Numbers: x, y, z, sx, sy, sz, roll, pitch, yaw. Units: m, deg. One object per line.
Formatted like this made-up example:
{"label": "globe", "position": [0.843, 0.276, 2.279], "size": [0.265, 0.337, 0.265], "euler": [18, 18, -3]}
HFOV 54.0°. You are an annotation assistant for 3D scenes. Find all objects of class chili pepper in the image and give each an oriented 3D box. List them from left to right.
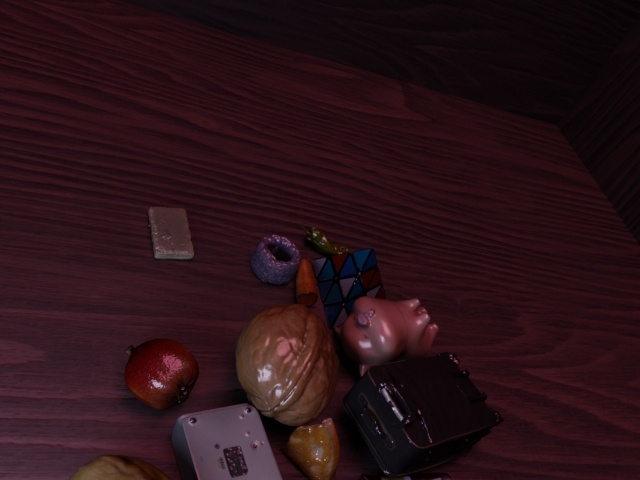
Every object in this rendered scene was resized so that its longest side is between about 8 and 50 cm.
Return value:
{"label": "chili pepper", "position": [0.001, -0.002, 2.164], "size": [0.204, 0.073, 0.072], "euler": [33, 20, -13]}

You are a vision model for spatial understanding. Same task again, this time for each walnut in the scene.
{"label": "walnut", "position": [-0.390, 0.562, 1.219], "size": [0.282, 0.227, 0.283], "euler": [0, 74, 0]}
{"label": "walnut", "position": [-0.087, 0.317, 1.622], "size": [0.251, 0.277, 0.313], "euler": [-9, 32, 15]}

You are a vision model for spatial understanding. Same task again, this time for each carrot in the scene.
{"label": "carrot", "position": [-0.047, 0.118, 2.010], "size": [0.072, 0.072, 0.205], "euler": [14, 39, -17]}

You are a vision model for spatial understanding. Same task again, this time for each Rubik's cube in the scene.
{"label": "Rubik's cube", "position": [0.154, 0.133, 2.049], "size": [0.234, 0.250, 0.284], "euler": [25, 30, -36]}

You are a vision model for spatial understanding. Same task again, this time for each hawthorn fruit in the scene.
{"label": "hawthorn fruit", "position": [-0.392, 0.313, 1.529], "size": [0.188, 0.169, 0.169], "euler": [40, 41, 18]}

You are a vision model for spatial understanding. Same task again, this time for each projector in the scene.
{"label": "projector", "position": [-0.213, 0.516, 1.457], "size": [0.198, 0.108, 0.250], "euler": [-1, 48, -33]}

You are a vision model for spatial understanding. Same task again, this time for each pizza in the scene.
{"label": "pizza", "position": [-0.024, 0.521, 1.562], "size": [0.161, 0.182, 0.062], "euler": [-5, 17, 23]}

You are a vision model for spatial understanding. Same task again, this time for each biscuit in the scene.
{"label": "biscuit", "position": [-0.463, -0.026, 1.940], "size": [0.121, 0.041, 0.199], "euler": [2, 47, -26]}

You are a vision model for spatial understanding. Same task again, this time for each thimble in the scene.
{"label": "thimble", "position": [-0.141, 0.061, 1.992], "size": [0.150, 0.098, 0.150], "euler": [17, 40, -15]}

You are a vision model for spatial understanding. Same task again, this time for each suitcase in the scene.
{"label": "suitcase", "position": [0.274, 0.459, 1.709], "size": [0.433, 0.194, 0.283], "euler": [3, 42, -44]}

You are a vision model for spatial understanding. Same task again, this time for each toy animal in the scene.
{"label": "toy animal", "position": [0.202, 0.276, 1.871], "size": [0.326, 0.269, 0.237], "euler": [42, 9, -51]}

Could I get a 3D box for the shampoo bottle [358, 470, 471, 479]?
{"label": "shampoo bottle", "position": [0.255, 0.655, 1.605], "size": [0.322, 0.084, 0.129], "euler": [9, 46, -23]}
